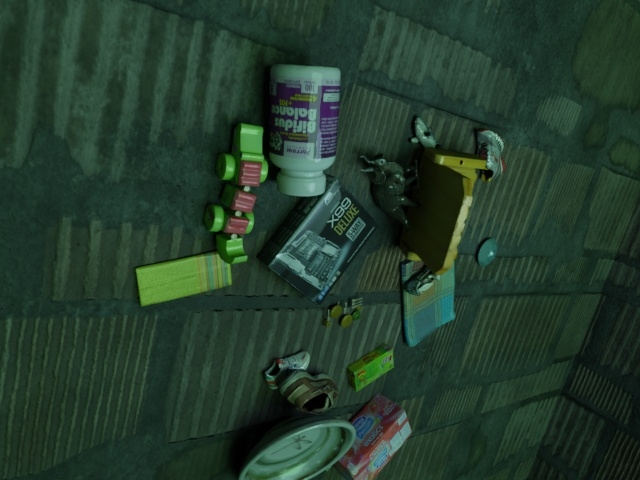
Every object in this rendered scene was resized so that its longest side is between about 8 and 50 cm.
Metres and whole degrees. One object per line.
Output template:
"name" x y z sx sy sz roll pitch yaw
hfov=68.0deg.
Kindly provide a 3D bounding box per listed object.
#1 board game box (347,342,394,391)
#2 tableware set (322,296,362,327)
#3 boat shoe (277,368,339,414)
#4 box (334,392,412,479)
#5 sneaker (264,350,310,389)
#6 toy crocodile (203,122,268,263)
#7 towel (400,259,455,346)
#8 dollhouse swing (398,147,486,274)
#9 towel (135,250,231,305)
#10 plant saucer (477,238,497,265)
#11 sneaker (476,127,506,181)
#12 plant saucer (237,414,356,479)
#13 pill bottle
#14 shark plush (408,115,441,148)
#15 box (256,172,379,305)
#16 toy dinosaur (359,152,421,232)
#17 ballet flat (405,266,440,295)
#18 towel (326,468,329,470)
"board game box" 0.184 0.460 1.720 0.181 0.043 0.092 -25 122 -27
"tableware set" 0.074 0.243 1.562 0.154 0.024 0.104 -16 121 -33
"boat shoe" -0.019 0.497 1.499 0.123 0.116 0.324 -47 147 5
"box" 0.185 0.743 1.758 0.300 0.142 0.154 -39 127 -25
"sneaker" -0.103 0.387 1.463 0.161 0.057 0.075 -33 131 -19
"toy crocodile" -0.196 -0.111 1.151 0.115 0.105 0.341 6 105 -39
"towel" 0.412 0.200 1.787 0.271 0.040 0.371 -24 121 -28
"dollhouse swing" 0.436 -0.079 1.486 0.314 0.305 0.347 0 112 -29
"towel" -0.337 0.089 1.188 0.237 0.021 0.102 -12 110 -32
"plant saucer" 0.674 0.046 1.930 0.119 0.021 0.120 -16 117 -32
"sneaker" 0.596 -0.300 1.683 0.092 0.088 0.225 -42 128 -14
"plant saucer" -0.083 0.664 1.523 0.399 0.101 0.401 -17 136 -17
"pill bottle" -0.042 -0.269 1.159 0.169 0.169 0.302 -11 115 -33
"shark plush" 0.351 -0.335 1.508 0.161 0.073 0.067 15 69 -35
"box" 0.000 0.000 1.365 0.308 0.076 0.242 -52 130 -7
"toy dinosaur" 0.222 -0.161 1.448 0.160 0.121 0.314 -5 137 12
"ballet flat" 0.385 0.134 1.679 0.188 0.070 0.070 -39 127 -19
"towel" 0.057 0.779 1.772 0.152 0.023 0.113 -39 128 -18
